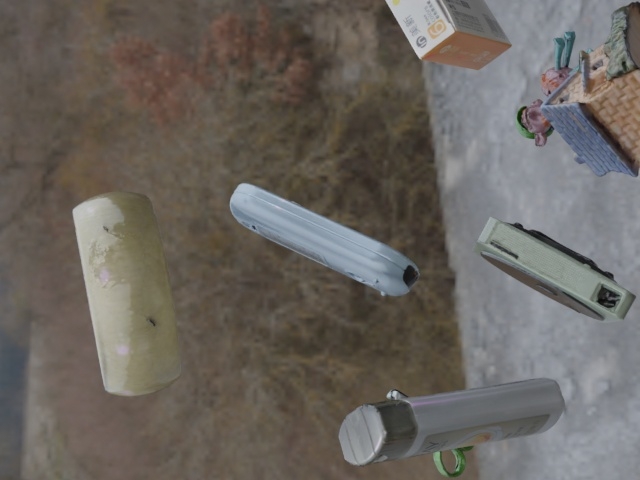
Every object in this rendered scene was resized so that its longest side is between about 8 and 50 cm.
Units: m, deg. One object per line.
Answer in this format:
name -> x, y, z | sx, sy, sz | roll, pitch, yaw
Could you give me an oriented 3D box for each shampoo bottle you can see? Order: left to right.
shampoo bottle -> 0.133, 0.179, 1.264 | 0.086, 0.228, 0.055 | -45, 55, 50

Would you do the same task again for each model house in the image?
model house -> 0.381, -0.189, 1.665 | 0.172, 0.166, 0.183 | -35, 24, 33

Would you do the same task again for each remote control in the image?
remote control -> 0.000, 0.000, 1.439 | 0.047, 0.244, 0.087 | -59, -25, -15

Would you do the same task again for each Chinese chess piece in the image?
Chinese chess piece -> -0.252, 0.068, 1.646 | 0.273, 0.102, 0.273 | 170, 90, -78

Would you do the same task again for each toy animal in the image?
toy animal -> 0.400, -0.247, 2.113 | 0.208, 0.103, 0.100 | 106, 156, -45

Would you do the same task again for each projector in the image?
projector -> 0.378, 0.045, 2.076 | 0.079, 0.257, 0.259 | -60, -6, -2

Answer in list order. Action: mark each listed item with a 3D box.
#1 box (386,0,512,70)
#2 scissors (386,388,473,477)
box -> 0.210, -0.420, 2.254 | 0.091, 0.274, 0.220 | -35, 74, 25
scissors -> 0.176, 0.294, 2.029 | 0.027, 0.204, 0.101 | -5, 51, 47
